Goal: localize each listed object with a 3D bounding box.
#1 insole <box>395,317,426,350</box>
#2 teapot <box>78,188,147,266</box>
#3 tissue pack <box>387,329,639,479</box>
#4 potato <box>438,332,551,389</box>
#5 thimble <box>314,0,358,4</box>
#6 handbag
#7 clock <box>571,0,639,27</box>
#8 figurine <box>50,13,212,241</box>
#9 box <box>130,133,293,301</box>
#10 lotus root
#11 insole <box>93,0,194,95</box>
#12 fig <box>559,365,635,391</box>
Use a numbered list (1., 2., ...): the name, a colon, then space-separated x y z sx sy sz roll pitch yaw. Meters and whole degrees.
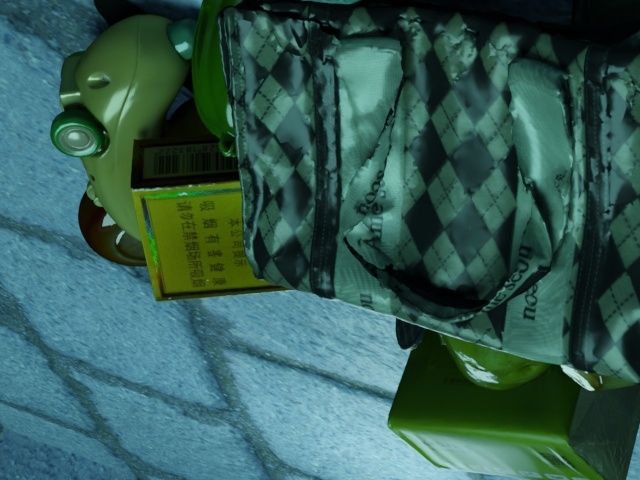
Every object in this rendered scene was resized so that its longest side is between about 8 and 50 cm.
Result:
1. insole: 0.131 0.046 1.505 0.012 0.110 0.309 0 153 -10
2. teapot: -0.228 -0.064 1.594 0.178 0.135 0.252 -3 143 -24
3. tissue pack: 0.255 0.190 1.556 0.274 0.200 0.167 -1 147 42
4. potato: 0.210 0.070 1.376 0.148 0.186 0.253 3 142 -4
5. thimble: -0.001 -0.285 0.923 0.198 0.143 0.235 36 154 -22
6. handbag: 0.132 -0.073 1.023 0.416 0.180 0.317 15 129 26
7. clock: 0.334 -0.171 0.953 0.280 0.055 0.280 20 155 10
8. figurine: -0.176 -0.118 1.386 0.222 0.124 0.325 -8 137 2
9. box: -0.047 -0.031 1.345 0.301 0.084 0.193 -4 140 -1
10. lotus root: -0.061 -0.151 1.207 0.186 0.186 0.186 20 155 10
11. insole: -0.165 -0.205 1.384 0.080 0.003 0.232 -7 142 47
12. fig: 0.307 0.033 1.182 0.207 0.230 0.207 35 135 45
